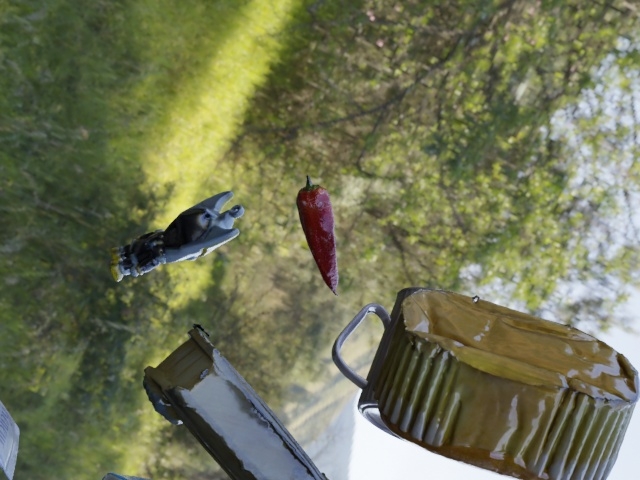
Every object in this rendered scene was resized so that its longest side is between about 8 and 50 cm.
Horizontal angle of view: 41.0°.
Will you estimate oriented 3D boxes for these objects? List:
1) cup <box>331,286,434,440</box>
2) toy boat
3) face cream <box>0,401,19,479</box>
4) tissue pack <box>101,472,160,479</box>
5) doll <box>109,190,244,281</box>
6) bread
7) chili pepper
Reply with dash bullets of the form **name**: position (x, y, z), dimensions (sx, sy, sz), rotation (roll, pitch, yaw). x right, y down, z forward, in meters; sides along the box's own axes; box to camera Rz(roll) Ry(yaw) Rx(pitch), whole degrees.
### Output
- **cup**: position (0.190, 0.237, 1.706), dimensions (0.208, 0.288, 0.273), rotation (-12, -134, 53)
- **toy boat**: position (-0.103, 0.339, 1.344), dimensions (0.136, 0.445, 0.162), rotation (-42, -173, -17)
- **face cream**: position (-0.861, 0.371, 2.062), dimensions (0.137, 0.420, 0.235), rotation (-31, -156, -4)
- **tissue pack**: position (-0.337, 0.581, 1.690), dimensions (0.270, 0.137, 0.209), rotation (30, 75, -51)
- **doll**: position (-0.307, -0.001, 1.848), dimensions (0.316, 0.103, 0.145), rotation (-21, -166, 5)
- **bread**: position (0.209, 0.180, 1.001), dimensions (0.204, 0.288, 0.156), rotation (-76, 180, -70)
- **chili pepper**: position (0.000, 0.000, 1.113), dimensions (0.027, 0.045, 0.178), rotation (-81, 162, -62)
